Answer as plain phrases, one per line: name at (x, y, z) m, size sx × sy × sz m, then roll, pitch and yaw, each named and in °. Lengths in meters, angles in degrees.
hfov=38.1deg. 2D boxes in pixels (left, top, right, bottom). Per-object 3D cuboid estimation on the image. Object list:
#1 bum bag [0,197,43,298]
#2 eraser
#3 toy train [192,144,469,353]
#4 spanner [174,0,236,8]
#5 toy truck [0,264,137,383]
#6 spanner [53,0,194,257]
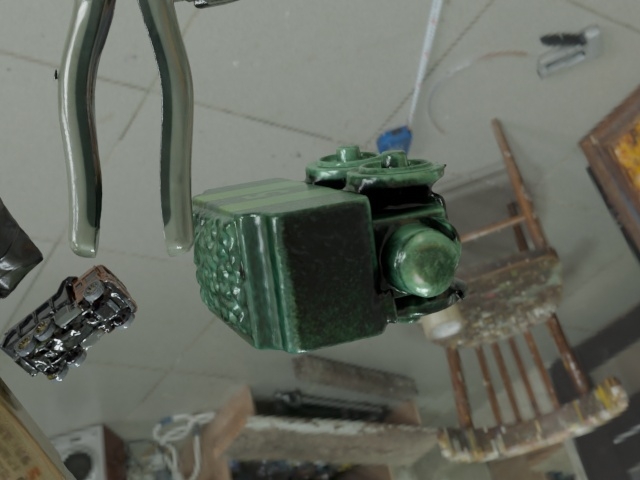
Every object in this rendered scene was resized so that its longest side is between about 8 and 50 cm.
bum bag at (-0.494, -0.067, 1.234) m, size 0.144 × 0.095 × 0.340 m, roll -28°, pitch 113°, yaw -19°
eraser at (-0.380, 0.197, 1.040) m, size 0.078 × 0.343 × 0.144 m, roll -38°, pitch -168°, yaw -16°
toy train at (0.000, 0.000, 0.901) m, size 0.238 × 0.166 × 0.299 m, roll -11°, pitch -170°, yaw -20°
spanner at (-0.033, -0.234, 0.737) m, size 0.087 × 0.024 × 0.316 m, roll -18°, pitch -173°, yaw -37°
toy truck at (-0.361, 0.119, 1.336) m, size 0.192 × 0.092 × 0.083 m, roll -38°, pitch 124°, yaw 0°
spanner at (-0.133, -0.150, 0.623) m, size 0.096 × 0.324 × 0.040 m, roll -1°, pitch -174°, yaw -4°
